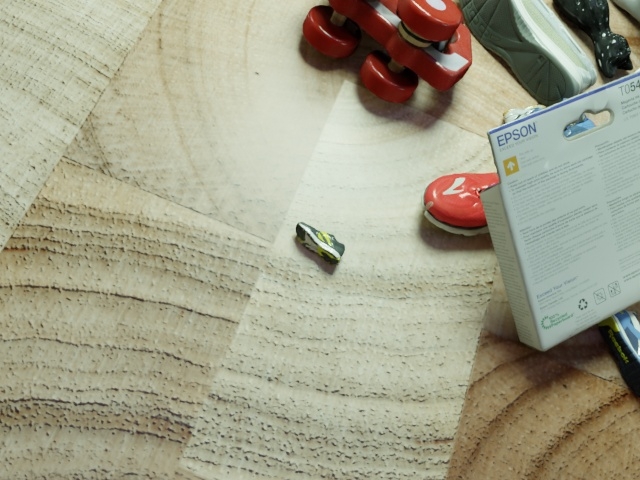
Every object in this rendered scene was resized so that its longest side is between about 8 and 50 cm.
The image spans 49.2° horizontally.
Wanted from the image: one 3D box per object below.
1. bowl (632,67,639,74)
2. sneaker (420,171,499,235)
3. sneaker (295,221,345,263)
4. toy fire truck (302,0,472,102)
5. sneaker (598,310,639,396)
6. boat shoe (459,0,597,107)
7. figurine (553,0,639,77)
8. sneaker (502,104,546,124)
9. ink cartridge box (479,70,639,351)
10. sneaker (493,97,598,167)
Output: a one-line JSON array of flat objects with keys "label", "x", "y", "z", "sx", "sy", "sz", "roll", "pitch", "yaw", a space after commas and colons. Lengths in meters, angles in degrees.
[{"label": "bowl", "x": 0.668, "y": -0.200, "z": 1.173, "sx": 0.297, "sy": 0.134, "sz": 0.298, "roll": -7, "pitch": 34, "yaw": 4}, {"label": "sneaker", "x": 0.290, "y": -0.079, "z": 1.074, "sx": 0.278, "sy": 0.118, "sz": 0.107, "roll": -4, "pitch": 65, "yaw": -15}, {"label": "sneaker", "x": 0.000, "y": 0.000, "z": 1.027, "sx": 0.083, "sy": 0.031, "sz": 0.035, "roll": 41, "pitch": 50, "yaw": 3}, {"label": "toy fire truck", "x": 0.136, "y": -0.384, "z": 1.172, "sx": 0.302, "sy": 0.169, "sz": 0.254, "roll": 40, "pitch": 45, "yaw": 6}, {"label": "sneaker", "x": 0.473, "y": 0.167, "z": 1.037, "sx": 0.059, "sy": 0.053, "sz": 0.144, "roll": -13, "pitch": 70, "yaw": -20}, {"label": "boat shoe", "x": 0.362, "y": -0.382, "z": 1.238, "sx": 0.103, "sy": 0.118, "sz": 0.320, "roll": -32, "pitch": 80, "yaw": -30}, {"label": "figurine", "x": 0.572, "y": -0.417, "z": 1.320, "sx": 0.214, "sy": 0.092, "sz": 0.210, "roll": -18, "pitch": 78, "yaw": -20}, {"label": "sneaker", "x": 0.353, "y": -0.210, "z": 1.202, "sx": 0.083, "sy": 0.032, "sz": 0.037, "roll": -13, "pitch": 85, "yaw": -15}, {"label": "ink cartridge box", "x": 0.395, "y": -0.053, "z": 1.019, "sx": 0.324, "sy": 0.071, "sz": 0.330, "roll": -22, "pitch": 103, "yaw": -17}, {"label": "sneaker", "x": 0.359, "y": -0.170, "z": 1.152, "sx": 0.221, "sy": 0.083, "sz": 0.087, "roll": -25, "pitch": 80, "yaw": -31}]
